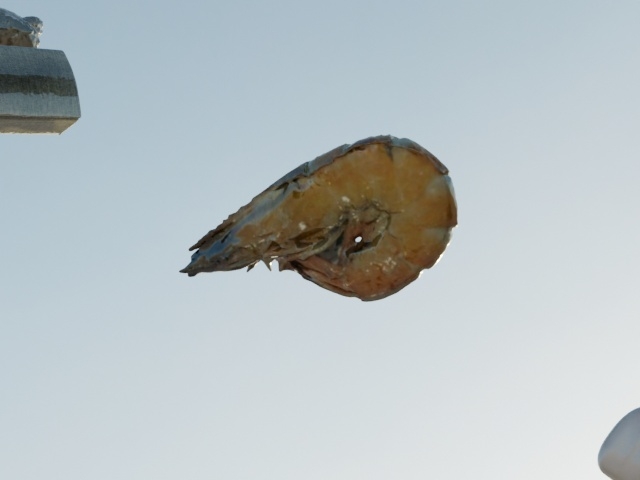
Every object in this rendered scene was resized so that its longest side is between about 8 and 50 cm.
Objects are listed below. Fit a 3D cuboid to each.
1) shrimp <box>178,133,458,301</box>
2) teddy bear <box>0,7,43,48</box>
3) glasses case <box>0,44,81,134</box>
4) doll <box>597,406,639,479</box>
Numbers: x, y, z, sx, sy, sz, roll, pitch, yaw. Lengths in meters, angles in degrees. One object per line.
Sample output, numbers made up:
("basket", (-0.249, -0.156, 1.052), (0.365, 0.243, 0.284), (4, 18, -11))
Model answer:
("shrimp", (0.000, 0.000, 1.260), (0.317, 0.164, 0.062), (-23, 5, 23))
("teddy bear", (-0.472, -0.234, 1.557), (0.236, 0.151, 0.267), (-20, 0, 7))
("glasses case", (-0.293, -0.127, 0.995), (0.047, 0.071, 0.205), (-25, -12, 36))
("doll", (0.285, 0.122, 0.943), (0.059, 0.160, 0.161), (34, 15, 36))
